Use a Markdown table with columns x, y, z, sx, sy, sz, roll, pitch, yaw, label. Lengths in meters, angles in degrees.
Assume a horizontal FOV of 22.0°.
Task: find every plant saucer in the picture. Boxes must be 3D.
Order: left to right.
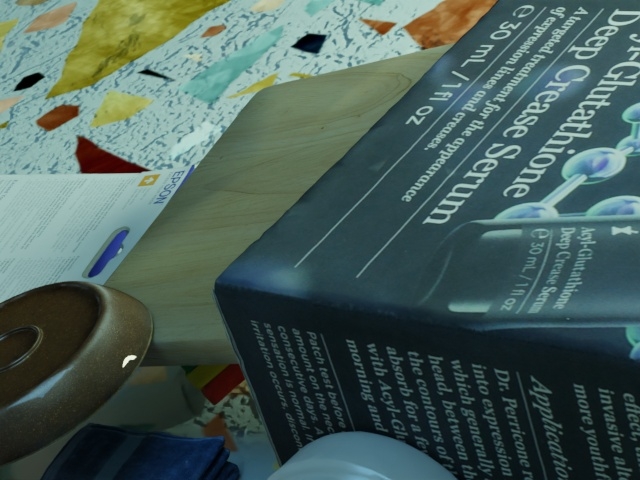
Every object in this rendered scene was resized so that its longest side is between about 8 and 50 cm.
| x | y | z | sx | sy | sz | roll | pitch | yaw | label |
| --- | --- | --- | --- | --- | --- | --- | --- | --- | --- |
| -0.182 | 0.075 | 0.994 | 0.168 | 0.029 | 0.168 | -20 | 28 | 11 | plant saucer |

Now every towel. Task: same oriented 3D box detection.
| x | y | z | sx | sy | sz | roll | pitch | yaw | label |
| --- | --- | --- | --- | --- | --- | --- | --- | --- | --- |
| -0.113 | 0.142 | 0.999 | 0.119 | 0.029 | 0.067 | 4 | 39 | 34 | towel |

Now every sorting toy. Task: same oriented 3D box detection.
| x | y | z | sx | sy | sz | roll | pitch | yaw | label |
| --- | --- | --- | --- | --- | --- | --- | --- | --- | --- |
| 0.000 | 0.000 | 1.050 | 0.257 | 0.089 | 0.255 | -6 | 40 | 48 | sorting toy |

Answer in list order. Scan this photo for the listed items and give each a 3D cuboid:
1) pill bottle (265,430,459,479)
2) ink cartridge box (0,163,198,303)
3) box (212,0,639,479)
| x | y | z | sx | sy | sz | roll | pitch | yaw | label |
| --- | --- | --- | --- | --- | --- | --- | --- | --- | --- |
| -0.033 | 0.199 | 0.690 | 0.153 | 0.153 | 0.264 | 3 | 27 | 33 | pill bottle |
| -0.221 | 0.026 | 1.224 | 0.224 | 0.045 | 0.223 | -1 | 36 | 26 | ink cartridge box |
| 0.203 | 0.043 | 0.801 | 0.395 | 0.212 | 0.293 | 9 | 40 | 37 | box |
